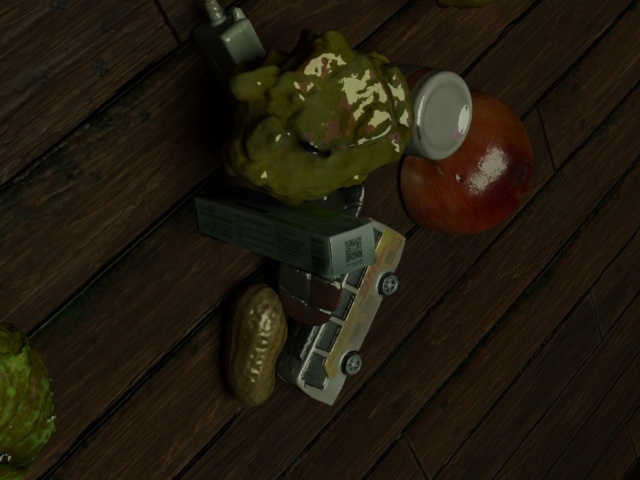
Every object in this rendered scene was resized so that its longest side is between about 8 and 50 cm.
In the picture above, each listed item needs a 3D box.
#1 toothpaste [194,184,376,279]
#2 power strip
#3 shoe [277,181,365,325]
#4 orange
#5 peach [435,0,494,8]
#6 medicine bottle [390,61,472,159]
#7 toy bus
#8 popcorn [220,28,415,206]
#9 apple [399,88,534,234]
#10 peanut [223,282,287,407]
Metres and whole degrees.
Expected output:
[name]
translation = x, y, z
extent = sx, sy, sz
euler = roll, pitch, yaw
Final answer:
[toothpaste]
translation = -0.063, -0.019, 1.222
extent = 0.081, 0.336, 0.067
euler = -19, 113, -35
[power strip]
translation = -0.098, -0.219, 1.284
extent = 0.058, 0.098, 0.338
euler = -42, 128, -19
[shoe]
translation = 0.000, 0.000, 1.434
extent = 0.114, 0.137, 0.291
euler = 15, 101, -2
[orange]
translation = -0.468, 0.211, 1.025
extent = 0.300, 0.223, 0.301
euler = -46, 145, 0
[peach]
translation = 0.264, -0.548, 1.361
extent = 0.315, 0.281, 0.314
euler = -64, 179, 34
[medicine bottle]
translation = 0.110, -0.217, 1.365
extent = 0.144, 0.252, 0.144
euler = -13, 110, -39
[toy bus]
translation = 0.038, 0.123, 1.529
extent = 0.138, 0.097, 0.342
euler = 30, 84, -41
[popcorn]
translation = -0.006, -0.168, 1.174
extent = 0.286, 0.215, 0.252
euler = -29, 129, -26
[apple]
translation = 0.309, -0.143, 1.630
extent = 0.251, 0.163, 0.293
euler = 32, 82, -45
[peanut]
translation = -0.109, 0.180, 1.420
extent = 0.108, 0.095, 0.226
euler = -3, 108, -37
